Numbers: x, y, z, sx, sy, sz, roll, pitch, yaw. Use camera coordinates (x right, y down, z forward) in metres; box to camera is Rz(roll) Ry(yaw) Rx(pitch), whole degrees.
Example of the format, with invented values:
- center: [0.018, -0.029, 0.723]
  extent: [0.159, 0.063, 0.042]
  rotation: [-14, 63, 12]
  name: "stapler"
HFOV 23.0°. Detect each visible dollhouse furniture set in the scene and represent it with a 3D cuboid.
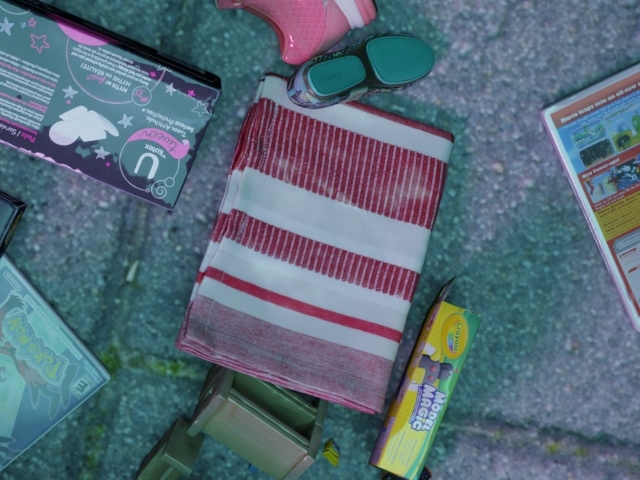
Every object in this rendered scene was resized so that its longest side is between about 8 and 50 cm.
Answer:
- center: [-0.101, 0.229, 1.757]
  extent: [0.129, 0.129, 0.184]
  rotation: [35, 117, -10]
  name: "dollhouse furniture set"

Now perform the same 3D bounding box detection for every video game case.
- center: [-0.366, 0.136, 1.752]
  extent: [0.183, 0.023, 0.201]
  rotation: [-40, 100, 1]
  name: "video game case"
- center: [0.397, -0.063, 1.801]
  extent: [0.204, 0.025, 0.285]
  rotation: [-25, 100, -2]
  name: "video game case"

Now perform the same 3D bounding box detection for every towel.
- center: [0.000, 0.000, 1.718]
  extent: [0.237, 0.037, 0.329]
  rotation: [18, 79, -9]
  name: "towel"

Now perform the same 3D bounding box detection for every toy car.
- center: [0.066, 0.246, 1.801]
  extent: [0.122, 0.040, 0.060]
  rotation: [32, 115, -11]
  name: "toy car"

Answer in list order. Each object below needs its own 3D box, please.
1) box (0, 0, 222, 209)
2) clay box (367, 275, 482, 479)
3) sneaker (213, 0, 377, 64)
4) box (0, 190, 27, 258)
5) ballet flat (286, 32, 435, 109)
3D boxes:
- center: [-0.243, -0.149, 1.655]
  extent: [0.247, 0.163, 0.142]
  rotation: [23, 99, -8]
  name: "box"
- center: [0.119, 0.153, 1.730]
  extent: [0.053, 0.127, 0.222]
  rotation: [23, 83, 0]
  name: "clay box"
- center: [-0.083, -0.316, 1.672]
  extent: [0.136, 0.116, 0.314]
  rotation: [-43, 100, 3]
  name: "sneaker"
- center: [-0.453, -0.009, 1.695]
  extent: [0.220, 0.051, 0.175]
  rotation: [28, 94, -1]
  name: "box"
- center: [0.040, -0.184, 1.721]
  extent: [0.188, 0.070, 0.070]
  rotation: [-14, 101, -36]
  name: "ballet flat"
